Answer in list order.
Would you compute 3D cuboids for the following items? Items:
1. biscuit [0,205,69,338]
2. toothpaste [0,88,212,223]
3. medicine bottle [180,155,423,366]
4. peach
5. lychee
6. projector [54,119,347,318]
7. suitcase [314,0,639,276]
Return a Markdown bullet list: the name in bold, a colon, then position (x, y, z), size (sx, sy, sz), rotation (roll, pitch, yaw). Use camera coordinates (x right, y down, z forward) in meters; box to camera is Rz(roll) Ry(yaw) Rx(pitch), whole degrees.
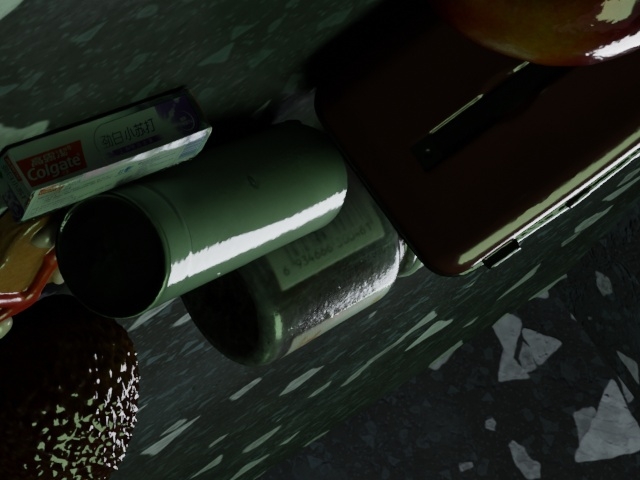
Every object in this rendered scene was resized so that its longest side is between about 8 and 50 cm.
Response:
- **biscuit**: position (-0.268, 0.034, 1.586), size (0.324, 0.049, 0.205), rotation (-28, 166, -43)
- **toothpaste**: position (-0.163, -0.066, 1.474), size (0.196, 0.047, 0.040), rotation (-24, 167, -46)
- **medicine bottle**: position (0.000, 0.000, 1.947), size (0.273, 0.165, 0.165), rotation (-29, 167, -33)
- **peach**: position (0.191, -0.231, 1.468), size (0.243, 0.199, 0.243), rotation (-31, 178, -1)
- **lychee**: position (-0.251, 0.140, 1.756), size (0.194, 0.194, 0.194), rotation (-35, 169, -8)
- **projector**: position (-0.093, -0.025, 1.644), size (0.108, 0.108, 0.337), rotation (-42, 173, 28)
- **suitcase**: position (0.163, -0.129, 1.732), size (0.297, 0.236, 0.161), rotation (-37, 180, 4)
